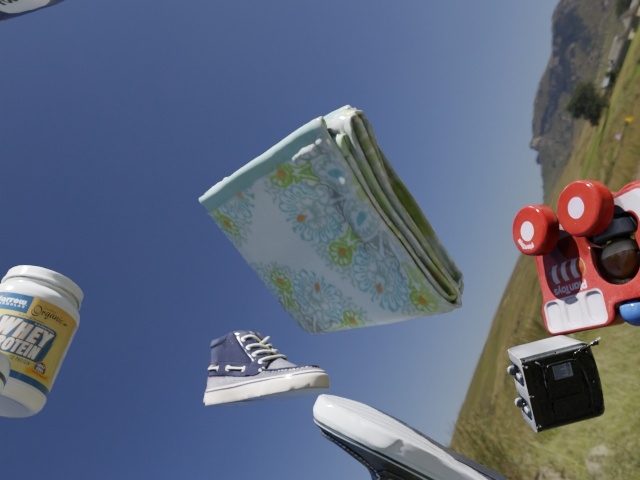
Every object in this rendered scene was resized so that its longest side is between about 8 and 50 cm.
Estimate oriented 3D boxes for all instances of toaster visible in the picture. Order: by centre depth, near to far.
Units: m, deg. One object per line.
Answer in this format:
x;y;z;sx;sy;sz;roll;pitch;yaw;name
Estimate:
0.516;0.305;1.135;0.110;0.185;0.168;-130;25;-87;toaster

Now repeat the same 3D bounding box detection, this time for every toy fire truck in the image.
0.504;0.035;0.941;0.302;0.169;0.254;137;129;-66;toy fire truck

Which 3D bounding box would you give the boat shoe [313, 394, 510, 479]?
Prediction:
0.127;0.345;0.756;0.119;0.335;0.121;-63;-9;-1;boat shoe

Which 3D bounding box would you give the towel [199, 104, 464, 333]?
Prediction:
0.000;0.000;0.801;0.090;0.374;0.321;-44;-74;-38;towel

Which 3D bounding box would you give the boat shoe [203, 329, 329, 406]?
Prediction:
-0.126;0.259;1.103;0.127;0.340;0.158;23;-123;-47;boat shoe

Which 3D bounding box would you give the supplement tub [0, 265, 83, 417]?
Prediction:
-0.467;0.155;0.805;0.144;0.144;0.200;77;-164;-51;supplement tub

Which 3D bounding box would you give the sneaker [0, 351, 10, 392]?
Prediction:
-0.419;0.121;0.380;0.321;0.128;0.126;17;-44;-31;sneaker

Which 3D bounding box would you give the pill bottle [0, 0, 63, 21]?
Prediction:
-0.280;-0.235;0.400;0.130;0.245;0.131;-5;-90;-71;pill bottle
